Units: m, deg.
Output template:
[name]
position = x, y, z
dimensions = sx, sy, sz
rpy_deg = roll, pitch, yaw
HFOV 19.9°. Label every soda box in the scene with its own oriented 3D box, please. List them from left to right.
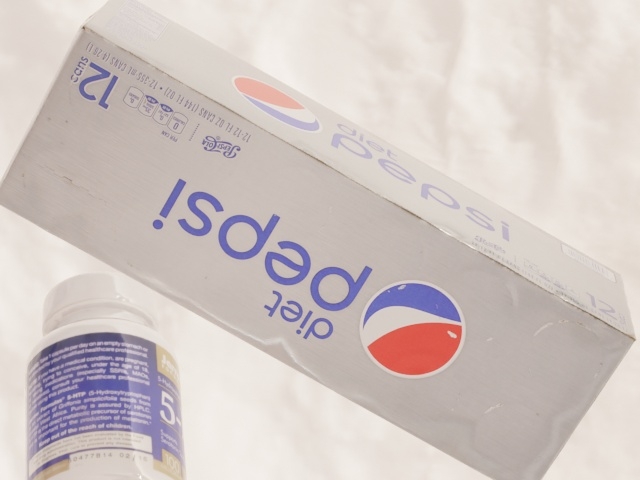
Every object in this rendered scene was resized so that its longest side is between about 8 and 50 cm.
[soda box]
position = 0.000, 0.000, 0.856
dimensions = 0.286, 0.091, 0.098
rpy_deg = 29, 109, -5

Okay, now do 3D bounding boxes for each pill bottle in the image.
[pill bottle]
position = -0.152, 0.119, 1.280
dimensions = 0.112, 0.112, 0.187
rpy_deg = -27, 48, 22
